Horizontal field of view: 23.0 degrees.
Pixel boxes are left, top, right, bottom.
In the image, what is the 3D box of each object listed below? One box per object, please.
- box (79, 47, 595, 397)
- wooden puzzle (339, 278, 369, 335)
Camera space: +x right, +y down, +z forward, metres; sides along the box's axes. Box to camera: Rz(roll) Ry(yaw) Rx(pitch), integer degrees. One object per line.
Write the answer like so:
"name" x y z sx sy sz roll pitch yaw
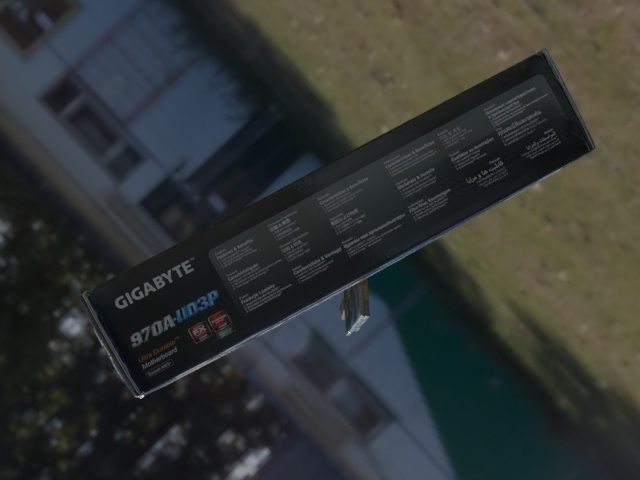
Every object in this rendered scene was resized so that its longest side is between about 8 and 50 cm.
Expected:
"box" 0.000 0.000 0.719 0.051 0.220 0.175 61 172 2
"wooden puzzle" 0.022 0.028 0.962 0.083 0.006 0.049 121 148 -71
